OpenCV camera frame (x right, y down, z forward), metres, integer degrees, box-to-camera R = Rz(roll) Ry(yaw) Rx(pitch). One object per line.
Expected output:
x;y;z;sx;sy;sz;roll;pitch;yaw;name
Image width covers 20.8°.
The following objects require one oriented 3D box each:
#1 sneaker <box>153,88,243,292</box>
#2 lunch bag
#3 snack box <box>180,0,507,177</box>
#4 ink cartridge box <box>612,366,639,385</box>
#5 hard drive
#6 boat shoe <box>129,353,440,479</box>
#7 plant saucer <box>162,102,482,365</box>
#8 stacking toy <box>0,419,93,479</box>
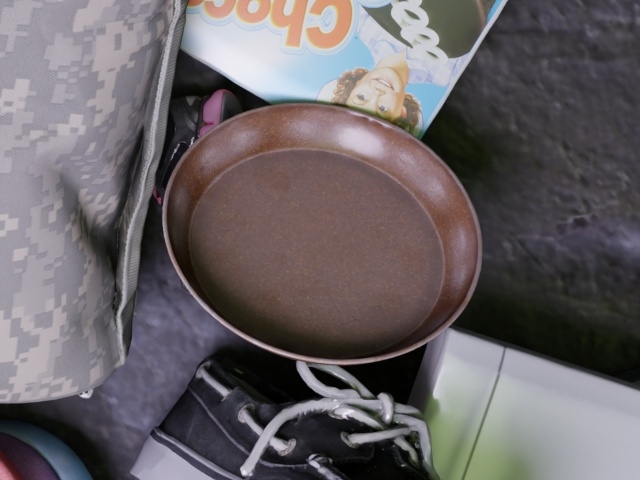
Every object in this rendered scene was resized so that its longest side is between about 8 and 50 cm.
-0.077;-0.028;1.002;0.057;0.047;0.119;5;97;15;sneaker
-0.199;-0.072;0.865;0.256;0.212;0.305;13;119;-3;lunch bag
-0.046;-0.196;0.964;0.322;0.060;0.187;31;97;-8;snack box
0.269;0.170;1.046;0.189;0.066;0.232;-20;95;-1;ink cartridge box
0.195;0.210;0.989;0.353;0.047;0.233;18;93;-9;hard drive
0.006;0.122;0.904;0.113;0.306;0.105;30;82;-25;boat shoe
0.000;0.000;0.914;0.168;0.168;0.029;10;142;-5;plant saucer
-0.273;0.224;1.017;0.279;0.130;0.309;21;94;20;stacking toy
